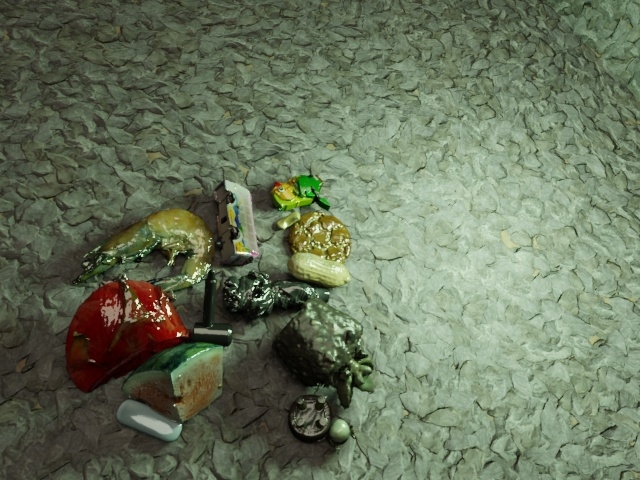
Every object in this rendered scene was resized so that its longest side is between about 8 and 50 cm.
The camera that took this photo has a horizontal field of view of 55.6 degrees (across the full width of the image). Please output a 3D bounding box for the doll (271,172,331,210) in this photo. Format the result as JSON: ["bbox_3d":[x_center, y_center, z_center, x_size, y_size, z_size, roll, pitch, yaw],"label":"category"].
[{"bbox_3d":[-0.072,-0.155,2.050,0.187,0.106,0.134,-8,69,-17],"label":"doll"}]

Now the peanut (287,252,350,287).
[{"bbox_3d":[-0.004,0.095,1.910,0.215,0.099,0.090,18,82,-17],"label":"peanut"}]

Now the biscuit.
[{"bbox_3d":[0.000,0.000,2.018,0.226,0.042,0.225,6,62,-10],"label":"biscuit"}]

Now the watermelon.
[{"bbox_3d":[-0.370,0.380,1.623,0.213,0.262,0.201,-30,91,-43],"label":"watermelon"}]

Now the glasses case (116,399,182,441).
[{"bbox_3d":[-0.462,0.487,1.641,0.179,0.045,0.067,21,57,0],"label":"glasses case"}]

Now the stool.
[{"bbox_3d":[-0.002,0.506,1.695,0.217,0.121,0.125,26,58,8],"label":"stool"}]

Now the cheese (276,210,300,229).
[{"bbox_3d":[-0.105,-0.064,2.022,0.083,0.030,0.044,-32,29,-4],"label":"cheese"}]

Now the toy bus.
[{"bbox_3d":[-0.275,-0.056,1.951,0.112,0.090,0.273,10,58,-37],"label":"toy bus"}]

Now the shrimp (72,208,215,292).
[{"bbox_3d":[-0.527,0.062,1.852,0.445,0.085,0.272,-24,74,-28],"label":"shrimp"}]

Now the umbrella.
[{"bbox_3d":[-0.127,0.171,1.842,0.337,0.128,0.154,8,37,-13],"label":"umbrella"}]

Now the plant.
[{"bbox_3d":[0.031,0.326,1.746,0.312,0.213,0.215,40,58,10],"label":"plant"}]

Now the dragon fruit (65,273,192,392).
[{"bbox_3d":[-0.543,0.246,1.656,0.344,0.100,0.282,-27,104,-19],"label":"dragon fruit"}]

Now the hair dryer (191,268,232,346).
[{"bbox_3d":[-0.304,0.194,1.746,0.114,0.247,0.070,5,21,-11],"label":"hair dryer"}]
